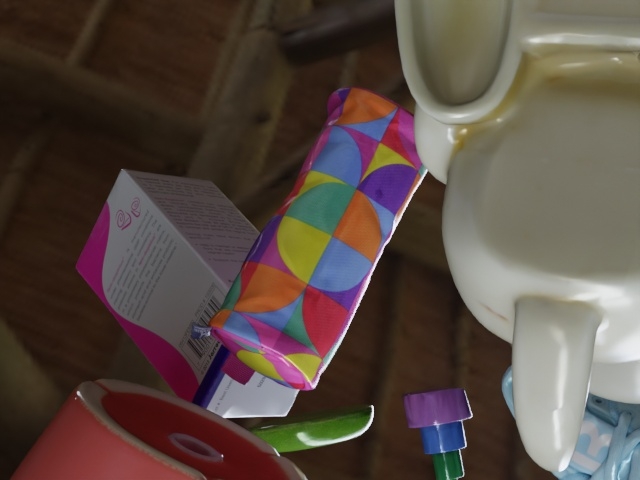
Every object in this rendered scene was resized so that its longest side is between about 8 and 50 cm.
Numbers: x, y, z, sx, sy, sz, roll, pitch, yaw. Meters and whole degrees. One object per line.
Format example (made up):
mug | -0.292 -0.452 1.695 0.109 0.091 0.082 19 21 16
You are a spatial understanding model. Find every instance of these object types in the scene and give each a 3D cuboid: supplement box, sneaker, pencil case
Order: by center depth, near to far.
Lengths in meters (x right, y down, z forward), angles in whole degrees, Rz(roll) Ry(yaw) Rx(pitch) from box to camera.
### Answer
pencil case | 0.000 0.000 1.244 0.236 0.104 0.104 -60 -37 -14
supplement box | -0.103 0.045 1.435 0.114 0.111 0.220 4 -148 -46
sneaker | 0.280 0.209 1.514 0.150 0.366 0.135 15 -82 -27

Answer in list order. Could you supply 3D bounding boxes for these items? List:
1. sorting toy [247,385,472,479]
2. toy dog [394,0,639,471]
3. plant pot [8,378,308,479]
sorting toy | -0.024 0.235 1.627 0.127 0.366 0.126 60 -161 -87
toy dog | 0.236 -0.011 1.183 0.408 0.285 0.395 50 -142 -65
plant pot | -0.143 0.253 1.231 0.243 0.275 0.275 -64 -22 7
